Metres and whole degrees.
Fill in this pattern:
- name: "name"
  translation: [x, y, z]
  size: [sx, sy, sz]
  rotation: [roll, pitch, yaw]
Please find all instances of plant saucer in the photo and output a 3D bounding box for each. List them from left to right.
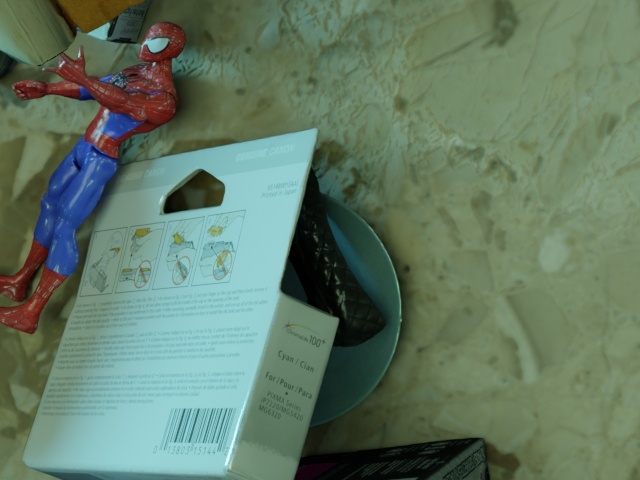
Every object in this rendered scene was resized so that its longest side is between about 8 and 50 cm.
- name: "plant saucer"
  translation: [-0.024, 0.052, 1.529]
  size: [0.195, 0.037, 0.195]
  rotation: [1, 94, 18]

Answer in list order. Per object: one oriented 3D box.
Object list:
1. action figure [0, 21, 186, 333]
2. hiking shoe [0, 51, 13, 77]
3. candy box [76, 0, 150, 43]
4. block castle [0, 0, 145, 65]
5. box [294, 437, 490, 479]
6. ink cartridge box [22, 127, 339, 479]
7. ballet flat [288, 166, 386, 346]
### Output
- name: "action figure"
  translation: [-0.216, -0.072, 1.530]
  size: [0.280, 0.139, 0.091]
  rotation: [-54, 35, 13]
- name: "hiking shoe"
  translation: [-0.362, -0.211, 1.587]
  size: [0.227, 0.114, 0.086]
  rotation: [30, 100, 15]
- name: "candy box"
  translation: [-0.192, -0.295, 1.550]
  size: [0.159, 0.071, 0.233]
  rotation: [23, 99, 14]
- name: "block castle"
  translation: [-0.089, -0.326, 1.333]
  size: [0.453, 0.303, 0.213]
  rotation: [-30, 107, -2]
- name: "box"
  translation: [0.032, 0.241, 1.409]
  size: [0.163, 0.247, 0.142]
  rotation: [-8, 92, 18]
- name: "ink cartridge box"
  translation: [-0.099, 0.060, 1.461]
  size: [0.296, 0.066, 0.261]
  rotation: [-6, 64, 52]
- name: "ballet flat"
  translation: [0.000, 0.000, 1.483]
  size: [0.049, 0.057, 0.173]
  rotation: [-18, 87, -23]
